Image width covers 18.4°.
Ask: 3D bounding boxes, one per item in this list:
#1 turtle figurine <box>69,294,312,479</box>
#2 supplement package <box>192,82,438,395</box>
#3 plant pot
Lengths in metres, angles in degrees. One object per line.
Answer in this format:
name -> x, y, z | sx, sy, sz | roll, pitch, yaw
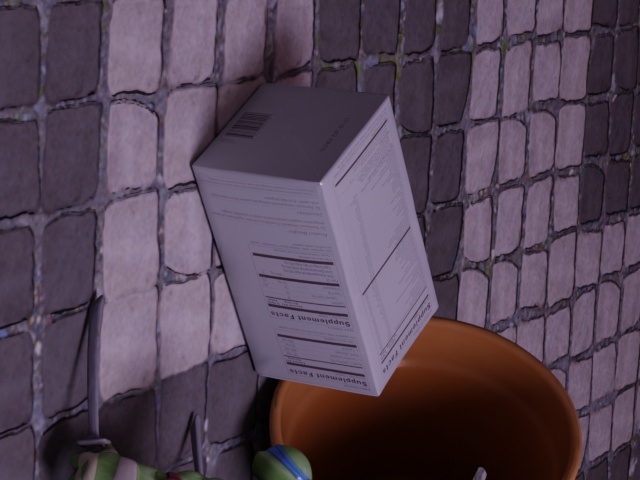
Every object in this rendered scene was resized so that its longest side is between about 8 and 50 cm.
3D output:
turtle figurine -> -0.147, 0.246, 1.626 | 0.266, 0.275, 0.198 | -49, 165, -14
supplement package -> 0.000, 0.000, 1.781 | 0.139, 0.134, 0.244 | -52, 139, -41
plant pot -> 0.091, 0.241, 1.895 | 0.291, 0.291, 0.203 | -51, 156, -42
